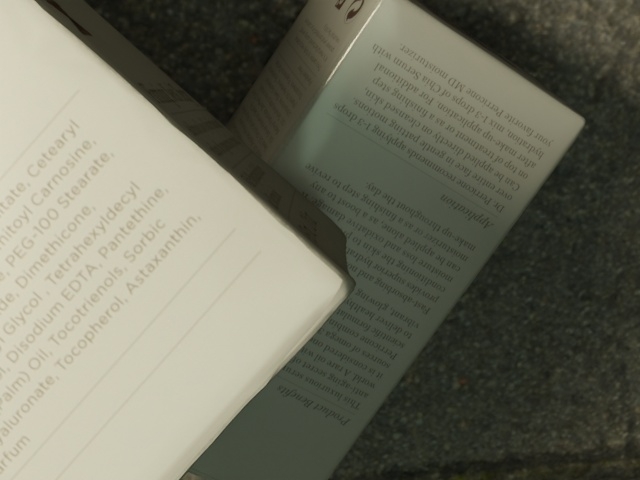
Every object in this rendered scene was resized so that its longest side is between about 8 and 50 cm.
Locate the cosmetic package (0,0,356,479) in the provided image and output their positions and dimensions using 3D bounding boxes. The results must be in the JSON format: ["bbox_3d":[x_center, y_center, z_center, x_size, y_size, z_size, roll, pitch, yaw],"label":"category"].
[{"bbox_3d":[-0.227,0.000,0.951,0.393,0.329,0.327,42,94,-4],"label":"cosmetic package"}]

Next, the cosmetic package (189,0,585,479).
[{"bbox_3d":[0.000,0.000,1.233,0.230,0.161,0.453,30,103,-24],"label":"cosmetic package"}]
